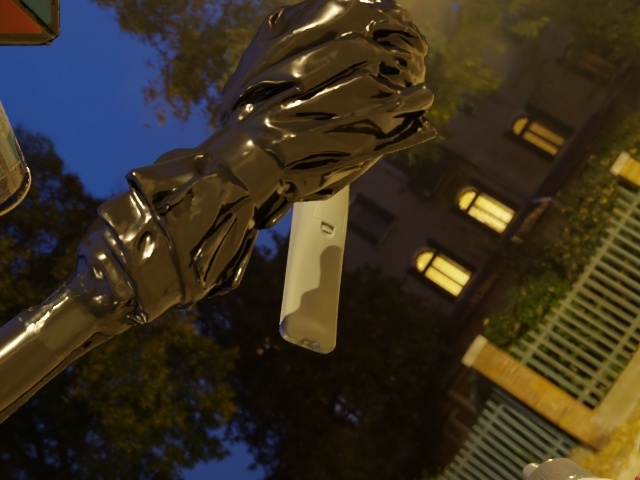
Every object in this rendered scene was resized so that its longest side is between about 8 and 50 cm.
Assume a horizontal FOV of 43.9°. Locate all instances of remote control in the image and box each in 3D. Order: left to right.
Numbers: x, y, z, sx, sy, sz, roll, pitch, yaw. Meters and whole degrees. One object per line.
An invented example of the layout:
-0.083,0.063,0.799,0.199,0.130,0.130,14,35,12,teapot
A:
0.000,0.000,0.643,0.027,0.050,0.184,-34,42,47,remote control

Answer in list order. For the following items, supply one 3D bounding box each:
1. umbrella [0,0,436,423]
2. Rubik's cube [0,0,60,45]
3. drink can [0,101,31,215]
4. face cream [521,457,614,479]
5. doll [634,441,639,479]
-0.068,-0.018,0.443,0.340,0.118,0.118,-42,-21,-16,umbrella
-0.579,-0.477,1.314,0.246,0.250,0.248,-6,-56,-29,Rubik's cube
-0.326,-0.125,0.672,0.097,0.097,0.235,-45,-29,-29,drink can
0.249,0.254,0.631,0.092,0.092,0.311,-56,20,1,face cream
0.441,0.269,1.025,0.180,0.079,0.094,-59,-36,-6,doll
